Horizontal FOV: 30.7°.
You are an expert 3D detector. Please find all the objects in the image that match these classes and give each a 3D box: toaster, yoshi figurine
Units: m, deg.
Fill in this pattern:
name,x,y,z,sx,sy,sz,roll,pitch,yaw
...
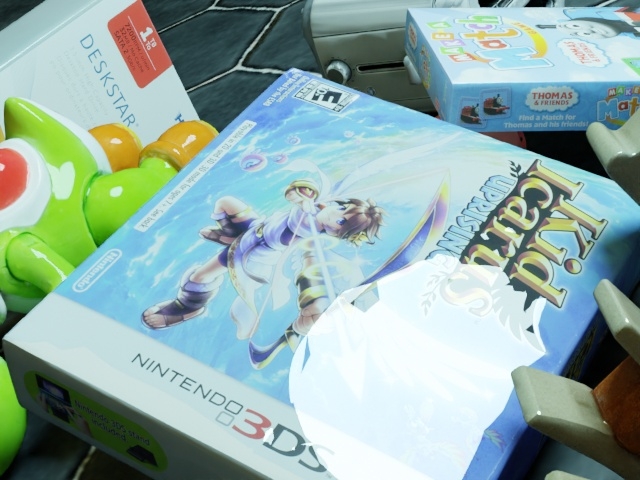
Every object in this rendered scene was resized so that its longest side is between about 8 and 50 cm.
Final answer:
name,x,y,z,sx,sy,sz,roll,pitch,yaw
toaster,0.103,-0.192,0.969,0.146,0.129,0.227,6,38,38
yoshi figurine,-0.207,0.050,0.810,0.203,0.203,0.362,40,42,14

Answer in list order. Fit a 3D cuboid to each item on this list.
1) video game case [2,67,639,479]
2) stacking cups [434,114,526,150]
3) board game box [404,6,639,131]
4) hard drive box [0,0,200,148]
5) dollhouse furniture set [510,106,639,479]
name,x,y,z,sx,sy,sz,roll,pitch,yaw
video game case,0.016,0.031,0.619,0.244,0.061,0.269,23,50,22
stacking cups,0.000,0.000,0.748,0.316,0.096,0.096,-38,30,-22
board game box,0.175,-0.119,0.792,0.211,0.039,0.160,-2,28,-6
hard drive box,-0.229,-0.092,1.004,0.089,0.181,0.232,5,41,43
dollhouse furniture set,0.217,0.004,0.492,0.262,0.135,0.259,-50,18,19
